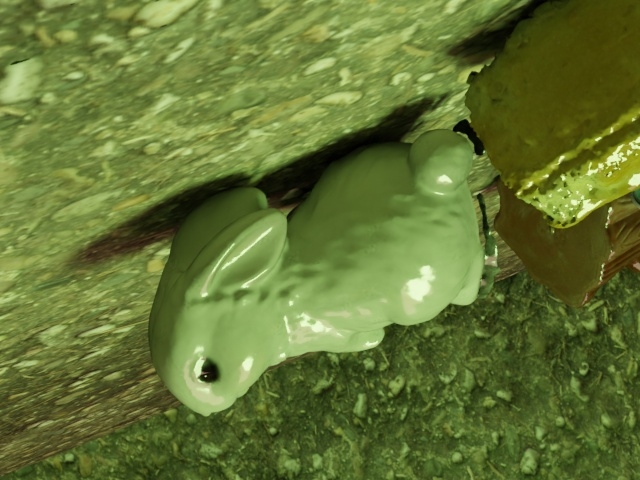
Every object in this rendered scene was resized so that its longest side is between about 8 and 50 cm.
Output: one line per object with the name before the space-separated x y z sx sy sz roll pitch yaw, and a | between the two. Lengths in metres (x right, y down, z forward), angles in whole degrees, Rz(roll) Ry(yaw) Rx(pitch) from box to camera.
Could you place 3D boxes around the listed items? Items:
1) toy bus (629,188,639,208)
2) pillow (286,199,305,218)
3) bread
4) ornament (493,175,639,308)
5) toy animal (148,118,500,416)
toy bus | 0.406 -0.112 1.389 0.142 0.202 0.142 -28 169 18
pillow | 0.000 0.000 1.436 0.233 0.086 0.214 -31 162 31
bread | 0.243 -0.129 1.025 0.245 0.174 0.121 -36 161 24
ornament | 0.403 -0.042 1.736 0.218 0.221 0.235 -21 179 -33
toy animal | -0.009 0.026 1.217 0.357 0.194 0.257 -22 133 -19
